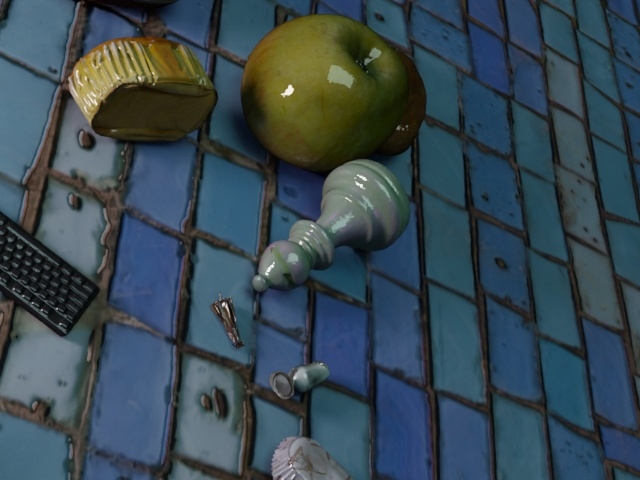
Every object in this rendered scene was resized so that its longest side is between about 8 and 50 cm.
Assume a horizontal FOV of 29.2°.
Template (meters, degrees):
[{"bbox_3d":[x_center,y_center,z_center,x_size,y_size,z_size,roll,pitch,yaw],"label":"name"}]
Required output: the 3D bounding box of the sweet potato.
[{"bbox_3d":[0.129,-0.238,2.046,0.097,0.097,0.291,31,38,-18],"label":"sweet potato"}]

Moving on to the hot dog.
[{"bbox_3d":[0.016,0.322,1.512,0.192,0.053,0.099,44,41,-8],"label":"hot dog"}]

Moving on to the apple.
[{"bbox_3d":[0.007,-0.225,1.845,0.261,0.194,0.260,23,47,-27],"label":"apple"}]

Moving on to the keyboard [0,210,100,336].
[{"bbox_3d":[-0.404,-0.007,1.442,0.310,0.018,0.101,39,40,-9],"label":"keyboard"}]

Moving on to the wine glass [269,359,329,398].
[{"bbox_3d":[-0.026,0.179,1.606,0.083,0.042,0.038,-16,107,-50],"label":"wine glass"}]

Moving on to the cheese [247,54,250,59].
[{"bbox_3d":[-0.072,-0.283,1.961,0.111,0.017,0.047,-13,65,-46],"label":"cheese"}]

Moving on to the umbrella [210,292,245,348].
[{"bbox_3d":[-0.119,0.104,1.601,0.031,0.020,0.083,-3,65,-41],"label":"umbrella"}]

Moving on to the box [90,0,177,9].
[{"bbox_3d":[-0.337,-0.521,1.855,0.263,0.108,0.403,-1,59,-42],"label":"box"}]

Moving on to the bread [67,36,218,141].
[{"bbox_3d":[-0.242,-0.209,1.664,0.191,0.132,0.114,-5,60,-46],"label":"bread"}]

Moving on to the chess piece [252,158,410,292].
[{"bbox_3d":[0.000,0.000,1.724,0.139,0.139,0.272,49,51,3],"label":"chess piece"}]
